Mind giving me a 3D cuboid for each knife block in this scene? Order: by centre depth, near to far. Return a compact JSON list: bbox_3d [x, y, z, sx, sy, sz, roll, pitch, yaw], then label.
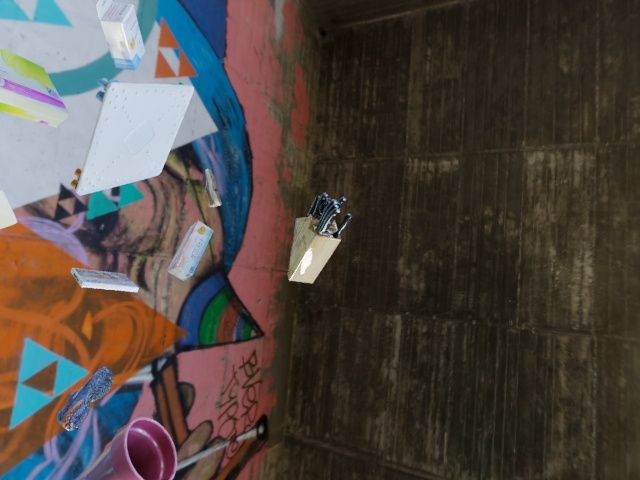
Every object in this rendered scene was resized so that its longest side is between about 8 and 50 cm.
[{"bbox_3d":[0.000,0.000,1.226,0.242,0.088,0.275,3,-97,65],"label":"knife block"}]

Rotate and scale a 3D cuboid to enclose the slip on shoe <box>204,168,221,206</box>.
[{"bbox_3d":[-0.379,-0.179,1.395,0.041,0.051,0.135,-19,-93,5],"label":"slip on shoe"}]

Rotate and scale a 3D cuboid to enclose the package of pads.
[{"bbox_3d":[-1.033,-0.530,1.361,0.101,0.296,0.229,-33,-97,11],"label":"package of pads"}]

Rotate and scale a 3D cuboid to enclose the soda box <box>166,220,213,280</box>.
[{"bbox_3d":[-0.395,0.029,1.240,0.058,0.063,0.183,-29,-146,39],"label":"soda box"}]

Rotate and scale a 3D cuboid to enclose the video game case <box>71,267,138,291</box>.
[{"bbox_3d":[-0.837,0.154,1.574,0.184,0.202,0.023,20,-86,47],"label":"video game case"}]

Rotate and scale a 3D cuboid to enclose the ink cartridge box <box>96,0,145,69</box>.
[{"bbox_3d":[-0.565,-0.599,1.158,0.062,0.181,0.104,6,-124,-4],"label":"ink cartridge box"}]

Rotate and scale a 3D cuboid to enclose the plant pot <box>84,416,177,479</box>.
[{"bbox_3d":[-0.541,0.638,1.141,0.180,0.201,0.201,-36,-111,4],"label":"plant pot"}]

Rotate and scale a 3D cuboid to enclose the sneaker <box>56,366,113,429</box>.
[{"bbox_3d":[-0.798,0.519,1.370,0.087,0.221,0.083,3,-51,24],"label":"sneaker"}]

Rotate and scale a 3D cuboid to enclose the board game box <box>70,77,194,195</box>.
[{"bbox_3d":[-0.624,-0.357,1.363,0.050,0.390,0.389,36,-64,4],"label":"board game box"}]

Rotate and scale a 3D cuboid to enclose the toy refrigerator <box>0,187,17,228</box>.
[{"bbox_3d":[-0.754,-0.032,0.765,0.102,0.270,0.094,33,-45,27],"label":"toy refrigerator"}]
